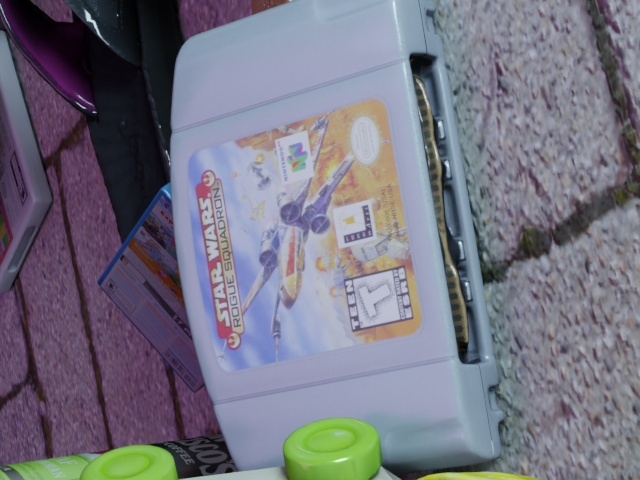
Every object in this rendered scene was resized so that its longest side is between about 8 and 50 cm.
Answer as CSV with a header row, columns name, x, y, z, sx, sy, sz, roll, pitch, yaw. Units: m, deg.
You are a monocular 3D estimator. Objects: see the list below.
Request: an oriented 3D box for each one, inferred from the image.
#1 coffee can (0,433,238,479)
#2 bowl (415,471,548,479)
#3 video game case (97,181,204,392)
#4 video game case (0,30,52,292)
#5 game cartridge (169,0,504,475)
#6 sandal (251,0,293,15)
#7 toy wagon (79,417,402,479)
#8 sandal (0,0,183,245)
name,x,y,z,sx,sy,sz,roll,pitch,yaw
coffee can,-0.145,0.246,1.289,0.201,0.275,0.201,18,111,60
bowl,0.141,0.243,0.866,0.289,0.156,0.289,20,113,61
video game case,-0.103,0.038,1.395,0.119,0.015,0.166,48,145,5
video game case,-0.323,-0.077,1.850,0.183,0.023,0.201,-54,49,52
game cartridge,0.000,0.000,1.126,0.198,0.062,0.297,-14,82,32
sandal,-0.037,-0.071,1.235,0.088,0.079,0.240,-24,74,62
toy wagon,-0.072,0.249,1.089,0.068,0.344,0.267,-86,-12,-69
sandal,-0.191,-0.179,1.483,0.167,0.107,0.446,-52,51,54
